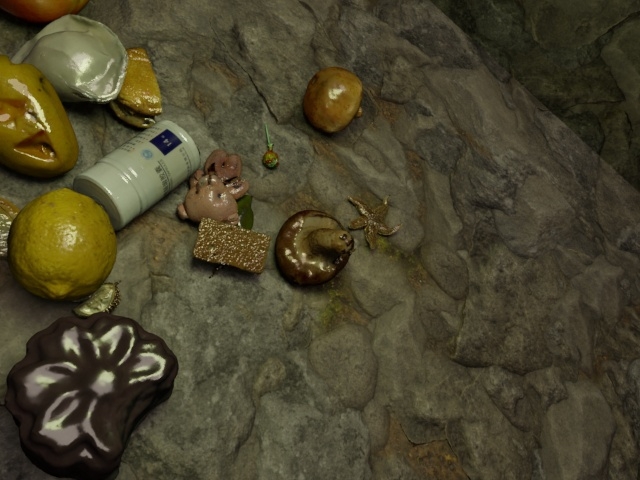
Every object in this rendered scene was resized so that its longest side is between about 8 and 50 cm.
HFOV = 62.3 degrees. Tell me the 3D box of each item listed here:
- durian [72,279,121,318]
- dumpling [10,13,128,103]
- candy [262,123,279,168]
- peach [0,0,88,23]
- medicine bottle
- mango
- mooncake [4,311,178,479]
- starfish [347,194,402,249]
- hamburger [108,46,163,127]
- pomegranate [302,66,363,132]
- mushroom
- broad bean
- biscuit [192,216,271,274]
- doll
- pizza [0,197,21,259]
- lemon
[{"bbox_3d":[-0.579,0.158,1.405,0.140,0.071,0.110,-37,64,-14],"label":"durian"},{"bbox_3d":[-0.742,-0.542,1.574,0.181,0.340,0.260,37,72,-54],"label":"dumpling"},{"bbox_3d":[-0.186,-0.345,1.907,0.060,0.060,0.201,7,55,-27],"label":"candy"},{"bbox_3d":[-0.876,-0.856,1.588,0.388,0.388,0.389,13,60,-24],"label":"peach"},{"bbox_3d":[-0.528,-0.192,1.540,0.190,0.190,0.332,44,53,-3],"label":"medicine bottle"},{"bbox_3d":[-0.818,-0.331,1.445,0.253,0.182,0.365,-42,106,-12],"label":"mango"},{"bbox_3d":[-0.541,0.355,1.258,0.350,0.212,0.381,25,54,-9],"label":"mooncake"},{"bbox_3d":[0.191,-0.080,1.971,0.235,0.062,0.277,30,57,-12],"label":"starfish"},{"bbox_3d":[-0.608,-0.485,1.676,0.156,0.144,0.283,-12,68,-28],"label":"hamburger"},{"bbox_3d":[0.053,-0.533,2.015,0.248,0.248,0.248,13,60,-24],"label":"pomegranate"},{"bbox_3d":[-0.009,0.003,1.742,0.267,0.255,0.267,29,28,-17],"label":"mushroom"},{"bbox_3d":[-0.265,-0.021,1.678,0.075,0.067,0.325,17,55,-4],"label":"broad bean"},{"bbox_3d":[-0.266,0.018,1.595,0.230,0.025,0.131,18,81,-26],"label":"biscuit"},{"bbox_3d":[-0.329,-0.188,1.670,0.201,0.156,0.304,8,59,0],"label":"doll"},{"bbox_3d":[-0.888,-0.037,1.356,0.261,0.034,0.181,3,65,-28],"label":"pizza"},{"bbox_3d":[-0.649,0.008,1.338,0.253,0.253,0.311,4,60,-28],"label":"lemon"}]
